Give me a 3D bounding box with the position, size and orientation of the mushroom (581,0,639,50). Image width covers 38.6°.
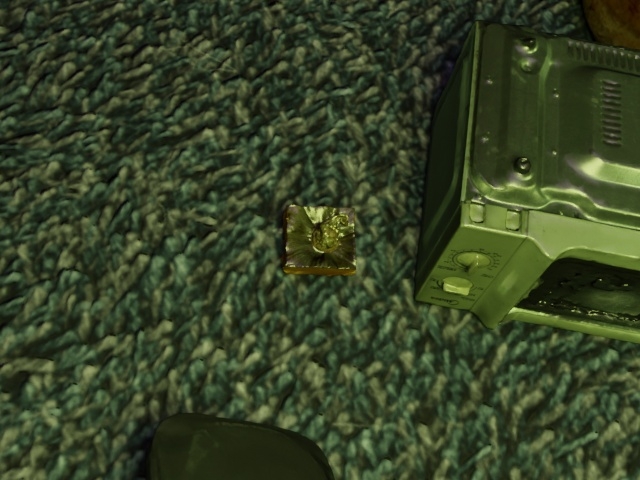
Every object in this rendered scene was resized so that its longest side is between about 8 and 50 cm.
[{"bbox_3d":[0.462,-0.349,1.130,0.263,0.195,0.283,35,65,15],"label":"mushroom"}]

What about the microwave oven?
[{"bbox_3d":[0.300,-0.057,0.952,0.355,0.218,0.286,11,65,-3],"label":"microwave oven"}]

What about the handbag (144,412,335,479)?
[{"bbox_3d":[-0.052,0.304,0.749,0.192,0.075,0.332,19,44,-32],"label":"handbag"}]

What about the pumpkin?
[{"bbox_3d":[0.000,0.000,0.974,0.083,0.054,0.074,2,69,-13],"label":"pumpkin"}]
